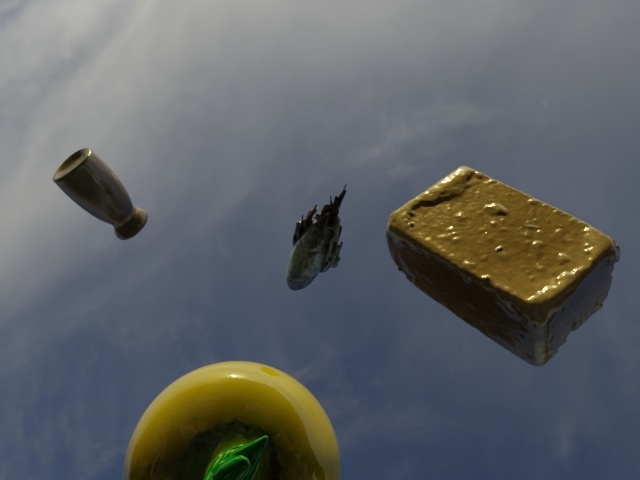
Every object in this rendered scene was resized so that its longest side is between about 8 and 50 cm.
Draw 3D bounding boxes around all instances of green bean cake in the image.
[{"bbox_3d":[0.157,0.016,0.538,0.109,0.085,0.179,-39,-132,-20],"label":"green bean cake"}]

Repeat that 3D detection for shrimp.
[{"bbox_3d":[0.000,0.000,0.992,0.090,0.079,0.233,36,-53,10],"label":"shrimp"}]

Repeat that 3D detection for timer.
[{"bbox_3d":[-0.099,0.261,0.678,0.285,0.285,0.285,-7,-107,23],"label":"timer"}]

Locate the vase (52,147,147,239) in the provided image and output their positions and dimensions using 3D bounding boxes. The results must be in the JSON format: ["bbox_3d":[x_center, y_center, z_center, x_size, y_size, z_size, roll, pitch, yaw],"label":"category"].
[{"bbox_3d":[-0.237,-0.048,0.654,0.053,0.101,0.053,-24,-143,19],"label":"vase"}]
